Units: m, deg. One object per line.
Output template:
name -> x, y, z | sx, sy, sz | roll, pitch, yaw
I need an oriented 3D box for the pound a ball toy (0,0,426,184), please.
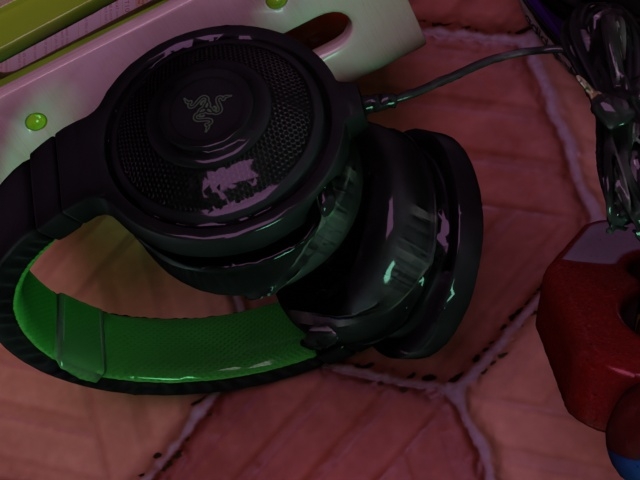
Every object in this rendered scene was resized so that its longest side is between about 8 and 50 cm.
pound a ball toy -> -0.076, -0.141, 1.007 | 0.319, 0.135, 0.208 | -26, 43, 3

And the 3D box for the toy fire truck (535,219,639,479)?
toy fire truck -> 0.247, 0.060, 0.821 | 0.302, 0.254, 0.169 | 14, 113, 20

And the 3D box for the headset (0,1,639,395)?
headset -> 0.000, 0.000, 0.892 | 0.394, 0.243, 0.185 | -30, 53, 28

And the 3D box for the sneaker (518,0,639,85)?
sneaker -> 0.205, -0.108, 0.973 | 0.102, 0.146, 0.293 | -42, 66, -4

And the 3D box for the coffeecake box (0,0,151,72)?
coffeecake box -> -0.113, -0.103, 1.091 | 0.186, 0.068, 0.142 | -9, 69, 11
